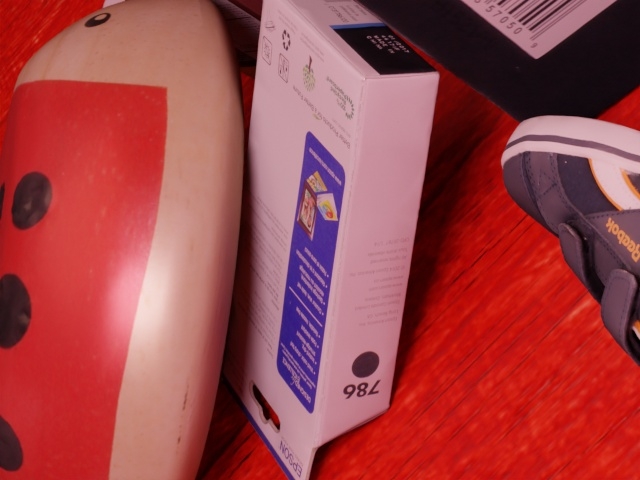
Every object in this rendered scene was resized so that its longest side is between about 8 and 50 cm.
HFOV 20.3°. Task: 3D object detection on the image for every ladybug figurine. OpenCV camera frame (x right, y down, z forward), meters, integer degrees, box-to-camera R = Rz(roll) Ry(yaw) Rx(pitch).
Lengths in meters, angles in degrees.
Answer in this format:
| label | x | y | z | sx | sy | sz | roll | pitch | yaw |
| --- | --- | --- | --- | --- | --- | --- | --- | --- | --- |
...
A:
| label | x | y | z | sx | sy | sz | roll | pitch | yaw |
| --- | --- | --- | --- | --- | --- | --- | --- | --- | --- |
| ladybug figurine | -0.166 | 0.027 | 1.336 | 0.305 | 0.162 | 0.449 | 151 | 125 | -71 |

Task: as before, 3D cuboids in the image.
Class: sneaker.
| label | x | y | z | sx | sy | sz | roll | pitch | yaw |
| --- | --- | --- | --- | --- | --- | --- | --- | --- | --- |
| sneaker | 0.206 | 0.018 | 1.045 | 0.321 | 0.126 | 0.127 | 22 | 78 | 50 |

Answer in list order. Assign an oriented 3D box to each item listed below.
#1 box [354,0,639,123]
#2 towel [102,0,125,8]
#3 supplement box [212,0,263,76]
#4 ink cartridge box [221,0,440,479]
| label | x | y | z | sx | sy | sz | roll | pitch | yaw |
| --- | --- | --- | --- | --- | --- | --- | --- | --- | --- |
| box | 0.107 | -0.319 | 1.232 | 0.212 | 0.293 | 0.395 | -37 | 44 | 25 |
| towel | -0.108 | -0.302 | 1.647 | 0.209 | 0.034 | 0.285 | -7 | 57 | 45 |
| supplement box | -0.055 | -0.261 | 1.450 | 0.129 | 0.194 | 0.191 | 2 | 69 | 49 |
| ink cartridge box | 0.000 | 0.000 | 1.256 | 0.165 | 0.065 | 0.333 | 50 | 138 | 49 |
